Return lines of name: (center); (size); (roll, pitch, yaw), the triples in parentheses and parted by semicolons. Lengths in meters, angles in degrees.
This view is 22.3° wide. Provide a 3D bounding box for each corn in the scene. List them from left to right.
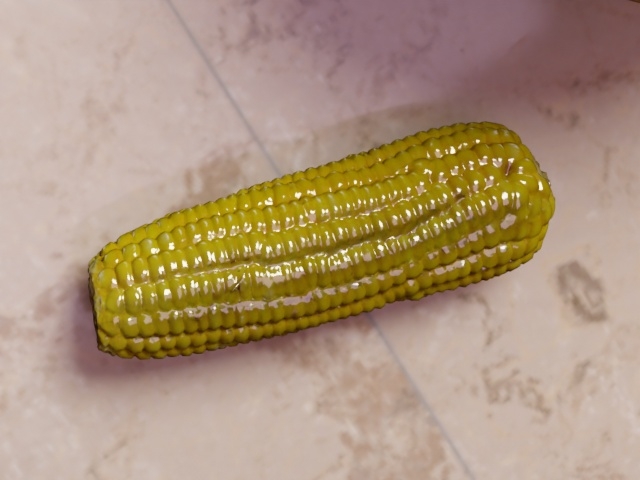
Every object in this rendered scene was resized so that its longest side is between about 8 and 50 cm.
corn: (0.000, 0.000, 0.781); (0.231, 0.080, 0.080); (-14, 106, -9)

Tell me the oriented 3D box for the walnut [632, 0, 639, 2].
walnut: (0.136, -0.234, 0.642); (0.332, 0.333, 0.333); (-3, 103, -14)
